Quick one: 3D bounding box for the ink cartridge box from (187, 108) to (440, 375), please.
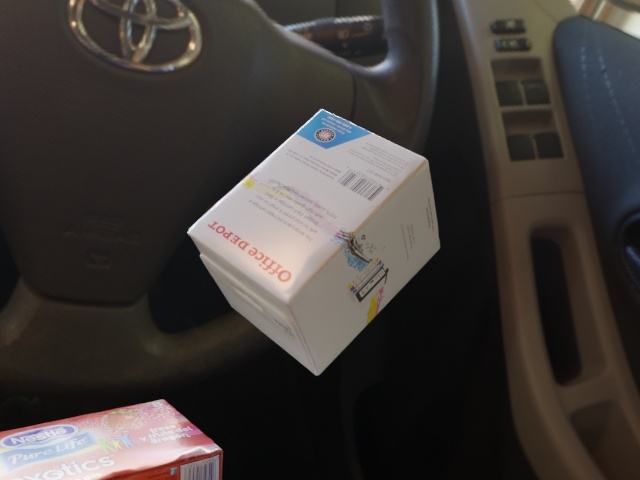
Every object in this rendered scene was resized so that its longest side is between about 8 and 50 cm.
[{"bbox_3d":[0.000,0.000,0.850,0.171,0.168,0.232,33,67,33],"label":"ink cartridge box"}]

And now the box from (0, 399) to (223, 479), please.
[{"bbox_3d":[-0.219,0.229,0.573,0.257,0.128,0.122,-5,14,-37],"label":"box"}]
